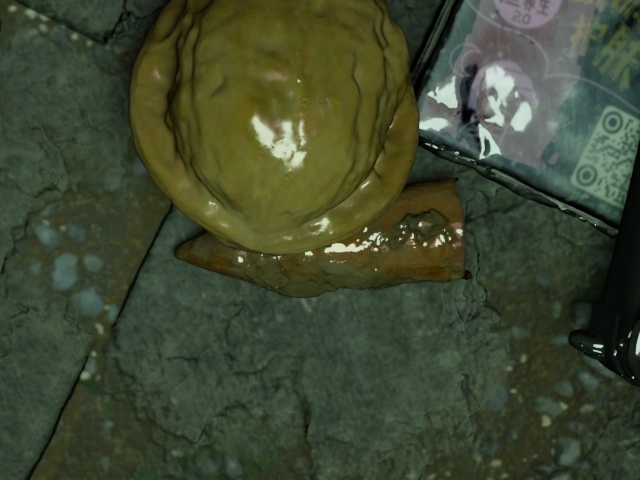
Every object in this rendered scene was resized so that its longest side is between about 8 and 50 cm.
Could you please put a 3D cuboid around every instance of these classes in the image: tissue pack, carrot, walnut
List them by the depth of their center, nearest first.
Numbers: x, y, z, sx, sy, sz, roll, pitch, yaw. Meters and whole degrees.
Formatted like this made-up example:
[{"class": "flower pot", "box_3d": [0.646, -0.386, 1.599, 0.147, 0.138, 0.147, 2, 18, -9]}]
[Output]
[{"class": "walnut", "box_3d": [-0.037, -0.108, 1.369, 0.257, 0.224, 0.257, 4, 66, -8]}, {"class": "tissue pack", "box_3d": [0.246, -0.207, 1.468, 0.259, 0.122, 0.361, 23, 92, -12]}, {"class": "carrot", "box_3d": [0.000, 0.000, 1.480, 0.263, 0.102, 0.101, -4, 98, -2]}]

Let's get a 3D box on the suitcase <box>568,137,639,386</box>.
[{"class": "suitcase", "box_3d": [0.413, -0.012, 1.399, 0.339, 0.188, 0.345, 9, 96, -20]}]
